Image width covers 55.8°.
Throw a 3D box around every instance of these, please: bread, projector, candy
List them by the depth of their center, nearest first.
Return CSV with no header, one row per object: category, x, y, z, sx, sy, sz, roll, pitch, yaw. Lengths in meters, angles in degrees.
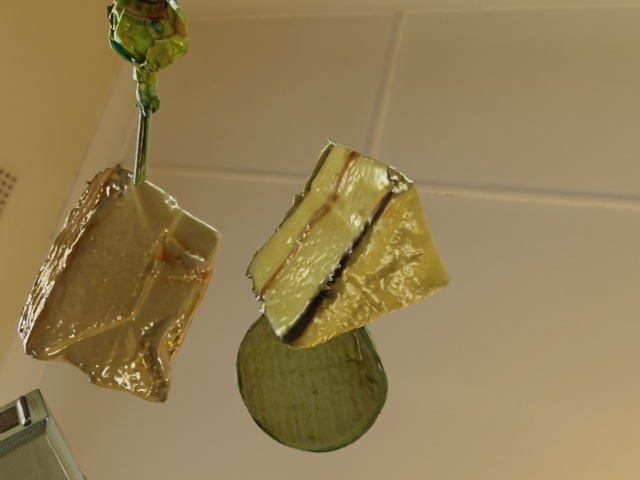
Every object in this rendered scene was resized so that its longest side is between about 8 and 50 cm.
candy,-0.194,-0.155,0.670,0.077,0.262,0.073,43,-130,18
bread,0.000,0.000,0.814,0.236,0.198,0.263,-29,-158,-7
projector,-0.481,0.391,0.969,0.177,0.243,0.163,-25,-160,-25
bread,-0.020,0.256,1.151,0.301,0.045,0.301,-1,-93,12
bread,-0.399,0.075,1.211,0.371,0.279,0.390,2,-111,60
